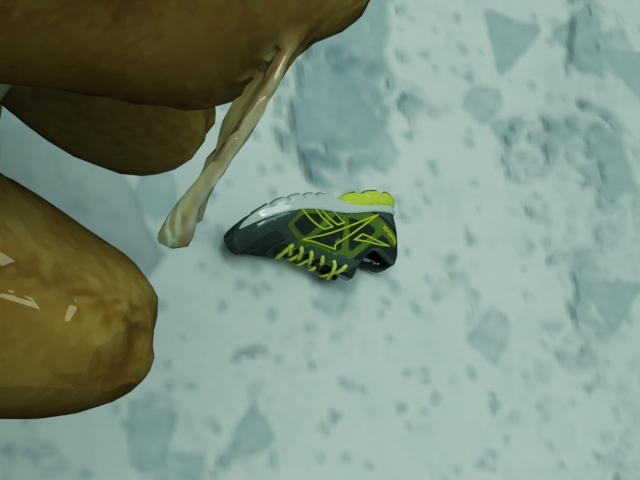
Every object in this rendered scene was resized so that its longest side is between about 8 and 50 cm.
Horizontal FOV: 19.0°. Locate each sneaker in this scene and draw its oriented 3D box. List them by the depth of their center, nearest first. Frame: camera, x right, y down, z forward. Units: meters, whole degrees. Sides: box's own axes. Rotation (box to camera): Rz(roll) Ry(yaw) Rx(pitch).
[{"bbox_3d":[0.000,0.000,0.790,0.083,0.031,0.035,-8,75,-32],"label":"sneaker"}]

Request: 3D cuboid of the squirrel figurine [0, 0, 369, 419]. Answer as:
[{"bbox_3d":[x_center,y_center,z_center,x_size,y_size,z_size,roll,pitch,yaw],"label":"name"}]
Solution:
[{"bbox_3d":[-0.179,-0.105,0.495,0.397,0.370,0.281,41,50,-18],"label":"squirrel figurine"}]
